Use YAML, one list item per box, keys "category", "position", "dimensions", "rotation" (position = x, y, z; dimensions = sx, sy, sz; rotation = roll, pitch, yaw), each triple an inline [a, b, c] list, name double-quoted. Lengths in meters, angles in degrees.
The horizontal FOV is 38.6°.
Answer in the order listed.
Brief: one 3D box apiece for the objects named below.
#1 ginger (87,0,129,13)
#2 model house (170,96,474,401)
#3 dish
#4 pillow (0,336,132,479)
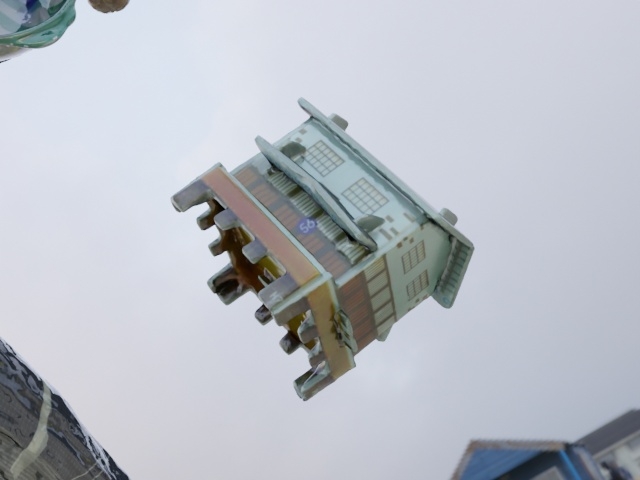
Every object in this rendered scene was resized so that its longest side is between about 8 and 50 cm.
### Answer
- category: "ginger"
  position: [-0.316, -0.445, 1.381]
  dimensions: [0.104, 0.080, 0.204]
  rotation: [-31, -38, -47]
- category: "model house"
  position: [0.000, 0.000, 0.921]
  dimensions: [0.215, 0.224, 0.198]
  rotation: [-34, -35, -16]
- category: "dish"
  position: [-0.323, -0.238, 0.877]
  dimensions: [0.246, 0.224, 0.078]
  rotation: [-50, -12, -38]
- category: "pillow"
  position: [-0.217, 0.121, 0.524]
  dimensions: [0.162, 0.092, 0.335]
  rotation: [-17, -51, 16]
